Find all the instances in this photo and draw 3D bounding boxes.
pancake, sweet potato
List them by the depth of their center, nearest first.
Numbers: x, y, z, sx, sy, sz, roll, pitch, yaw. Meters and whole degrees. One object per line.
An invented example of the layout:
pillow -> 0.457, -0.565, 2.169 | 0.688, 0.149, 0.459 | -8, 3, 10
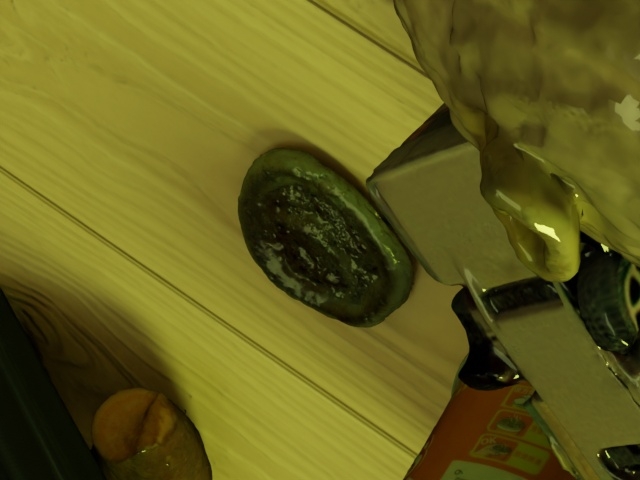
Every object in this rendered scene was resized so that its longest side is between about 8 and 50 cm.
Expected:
pancake -> 0.001, 0.001, 0.979 | 0.108, 0.017, 0.108 | 27, 143, 23
sweet potato -> -0.102, 0.156, 1.177 | 0.077, 0.077, 0.244 | 31, 151, 15

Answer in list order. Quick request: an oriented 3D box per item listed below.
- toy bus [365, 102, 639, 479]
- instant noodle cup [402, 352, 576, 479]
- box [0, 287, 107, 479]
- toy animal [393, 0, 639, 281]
toy bus -> 0.160, 0.060, 0.805 | 0.112, 0.138, 0.317 | -12, 118, 52
instant noodle cup -> 0.089, 0.159, 0.914 | 0.168, 0.185, 0.168 | 24, 139, 23
box -> -0.165, 0.144, 1.149 | 0.230, 0.050, 0.160 | 52, 155, 44
toy animal -> 0.160, -0.062, 0.608 | 0.358, 0.226, 0.188 | 23, 117, 22
